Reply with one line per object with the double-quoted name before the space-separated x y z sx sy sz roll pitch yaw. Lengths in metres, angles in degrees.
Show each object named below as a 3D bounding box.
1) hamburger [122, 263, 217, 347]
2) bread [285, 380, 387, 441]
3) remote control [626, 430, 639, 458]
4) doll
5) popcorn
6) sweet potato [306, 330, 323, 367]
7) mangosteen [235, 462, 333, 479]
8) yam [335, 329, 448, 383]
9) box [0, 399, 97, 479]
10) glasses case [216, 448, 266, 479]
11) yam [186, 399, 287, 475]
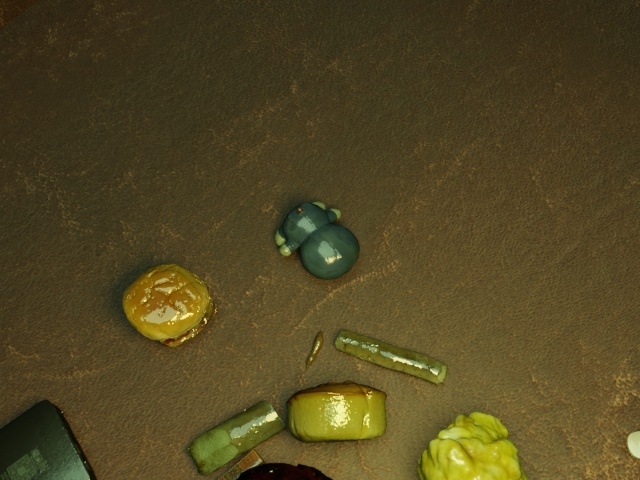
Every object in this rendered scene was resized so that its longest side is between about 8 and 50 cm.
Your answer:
"hamburger" -0.431 0.179 1.848 0.244 0.163 0.244 -2 62 4
"bread" 0.038 0.434 1.636 0.269 0.270 0.148 -3 72 2
"remote control" 0.894 0.529 1.650 0.229 0.044 0.073 2 58 -4
"doll" 0.000 0.000 1.926 0.228 0.154 0.258 -37 74 -17
"popcorn" 0.374 0.576 1.496 0.292 0.334 0.294 37 102 26
"sweet potato" -0.014 0.309 1.831 0.026 0.026 0.115 19 67 13
"mangosteen" -0.088 0.720 1.468 0.381 0.381 0.421 24 101 15
"yam" 0.196 0.322 1.787 0.317 0.067 0.071 17 79 14
"box" -0.772 0.614 1.710 0.289 0.073 0.290 -35 67 -12
"glasses case" -0.242 0.630 1.662 0.218 0.075 0.049 -38 64 -13
"yam" -0.224 0.519 1.704 0.259 0.106 0.106 -29 65 -11
